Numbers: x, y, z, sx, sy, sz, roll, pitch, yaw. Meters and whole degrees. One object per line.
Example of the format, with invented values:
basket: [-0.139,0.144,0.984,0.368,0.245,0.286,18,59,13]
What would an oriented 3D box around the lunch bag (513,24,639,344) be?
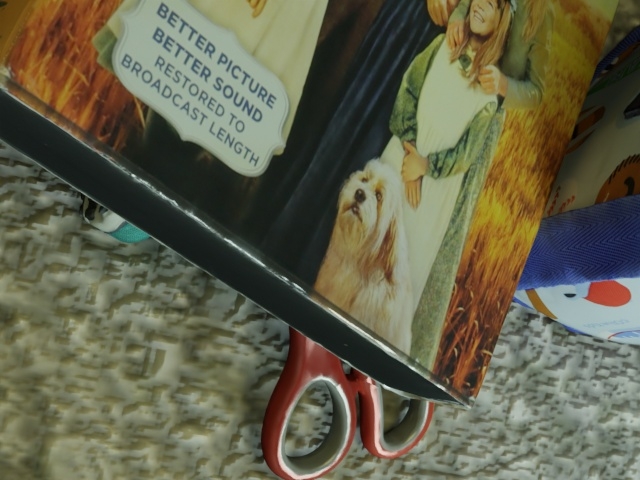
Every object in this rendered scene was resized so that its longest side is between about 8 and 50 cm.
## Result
lunch bag: [0.312,-0.055,0.617,0.385,0.328,0.239,-15,89,-20]

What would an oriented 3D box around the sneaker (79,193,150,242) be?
sneaker: [-0.012,-0.094,0.616,0.275,0.107,0.110,-47,113,-16]

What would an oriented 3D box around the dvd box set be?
dvd box set: [0.042,-0.170,0.557,0.307,0.062,0.421,38,68,-40]

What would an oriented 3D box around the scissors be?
scissors: [0.000,0.000,0.597,0.109,0.021,0.297,-21,118,-20]
